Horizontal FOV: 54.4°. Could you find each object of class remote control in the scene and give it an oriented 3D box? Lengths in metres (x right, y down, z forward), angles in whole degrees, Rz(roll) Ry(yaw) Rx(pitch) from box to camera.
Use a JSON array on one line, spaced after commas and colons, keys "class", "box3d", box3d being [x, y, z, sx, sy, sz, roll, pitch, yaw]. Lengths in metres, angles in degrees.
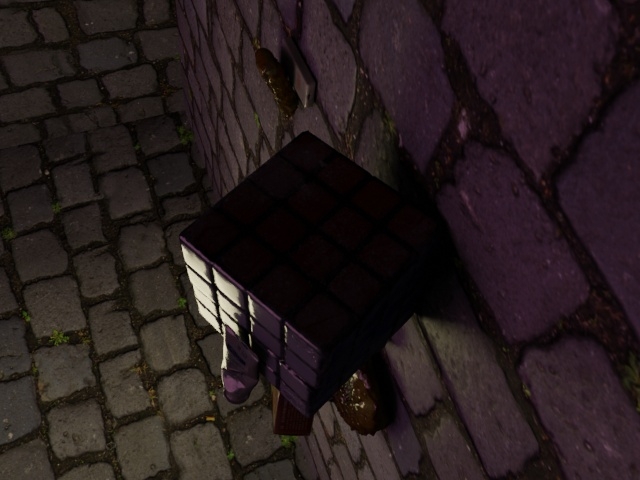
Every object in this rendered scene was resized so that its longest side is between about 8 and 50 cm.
[{"class": "remote control", "box3d": [-0.058, -0.431, 1.583, 0.087, 0.029, 0.190, 99, 151, -56]}]

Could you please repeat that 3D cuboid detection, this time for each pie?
[{"class": "pie", "box3d": [0.100, 0.401, 1.739, 0.355, 0.103, 0.288, 140, 113, -70]}]

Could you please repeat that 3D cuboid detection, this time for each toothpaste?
[{"class": "toothpaste", "box3d": [-0.158, 0.249, 1.220, 0.096, 0.061, 0.266, 42, 149, 18]}]

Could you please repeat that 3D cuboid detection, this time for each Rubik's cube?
[{"class": "Rubik's cube", "box3d": [-0.021, 0.068, 1.186, 0.344, 0.344, 0.337, 39, 152, 19]}]

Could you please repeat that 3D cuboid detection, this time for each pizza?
[{"class": "pizza", "box3d": [-0.111, -0.424, 1.658, 0.197, 0.058, 0.292, 63, -174, -8]}]

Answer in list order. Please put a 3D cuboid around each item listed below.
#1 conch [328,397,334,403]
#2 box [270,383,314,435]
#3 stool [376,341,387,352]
[{"class": "conch", "box3d": [0.029, 0.460, 2.068, 0.137, 0.114, 0.233, 38, 108, 52]}, {"class": "box", "box3d": [-0.076, 0.340, 1.933, 0.344, 0.122, 0.385, -104, 21, -64]}, {"class": "stool", "box3d": [0.111, 0.227, 1.543, 0.110, 0.096, 0.096, -159, 54, -77]}]
